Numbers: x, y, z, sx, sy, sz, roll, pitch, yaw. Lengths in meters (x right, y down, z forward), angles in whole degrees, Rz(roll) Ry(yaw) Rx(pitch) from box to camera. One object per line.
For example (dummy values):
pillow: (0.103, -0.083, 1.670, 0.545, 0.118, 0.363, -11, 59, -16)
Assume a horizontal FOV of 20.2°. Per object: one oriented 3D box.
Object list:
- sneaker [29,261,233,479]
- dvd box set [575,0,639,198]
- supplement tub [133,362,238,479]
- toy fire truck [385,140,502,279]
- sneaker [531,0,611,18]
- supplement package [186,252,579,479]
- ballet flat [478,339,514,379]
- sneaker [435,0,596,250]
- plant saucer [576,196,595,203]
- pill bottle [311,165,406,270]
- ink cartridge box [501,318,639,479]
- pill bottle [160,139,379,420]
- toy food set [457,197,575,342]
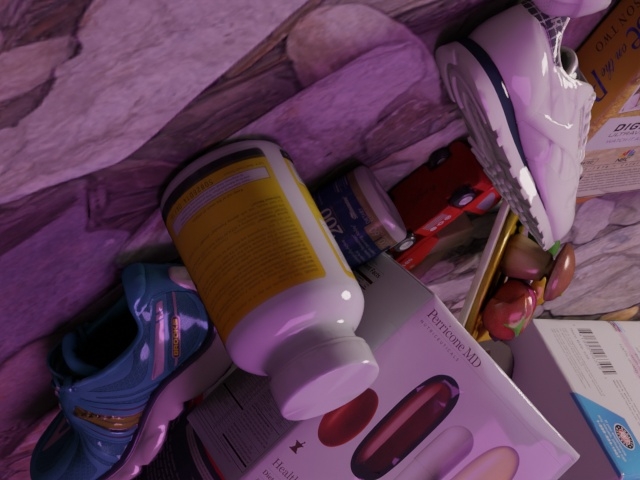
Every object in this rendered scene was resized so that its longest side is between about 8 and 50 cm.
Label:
sneaker: (-0.167, 0.105, 1.408, 0.110, 0.107, 0.275, 14, 131, -30)
dvd box set: (0.359, -0.184, 1.389, 0.308, 0.062, 0.420, -9, 151, -36)
supplement tub: (-0.069, 0.224, 1.601, 0.191, 0.191, 0.272, -5, 148, -41)
toy fire truck: (0.083, -0.002, 1.482, 0.192, 0.047, 0.135, -38, 155, 21)
sneaker: (0.069, -0.202, 1.003, 0.169, 0.108, 0.292, -26, 147, 0)
supplement package: (0.046, 0.151, 1.378, 0.203, 0.149, 0.194, -44, 113, -2)
ballet flat: (0.098, 0.138, 1.780, 0.250, 0.084, 0.058, -9, -167, -42)
sneaker: (0.163, -0.081, 1.321, 0.095, 0.090, 0.235, -36, 144, -7)
plant saucer: (0.239, -0.056, 1.581, 0.083, 0.013, 0.083, -24, 157, -11)
pill bottle: (0.000, 0.000, 1.372, 0.120, 0.067, 0.067, -32, 156, 9)
ink cartridge box: (0.284, 0.218, 1.958, 0.270, 0.198, 0.197, 4, 141, -50)
pill bottle: (-0.032, 0.028, 1.249, 0.103, 0.184, 0.103, -23, 156, -11)
toy food set: (0.175, 0.038, 1.526, 0.218, 0.071, 0.128, 20, 92, -80)
